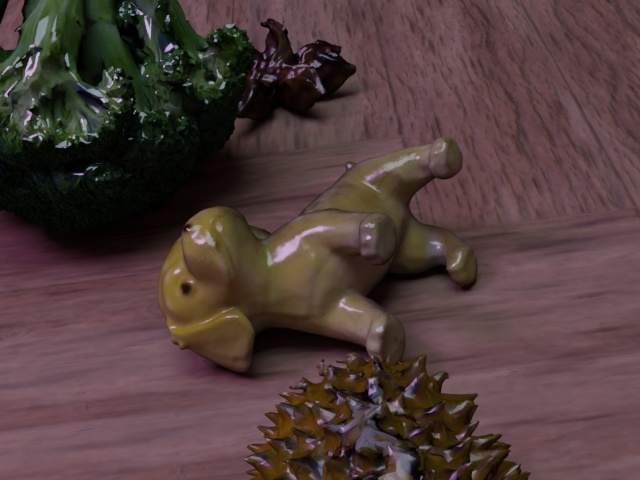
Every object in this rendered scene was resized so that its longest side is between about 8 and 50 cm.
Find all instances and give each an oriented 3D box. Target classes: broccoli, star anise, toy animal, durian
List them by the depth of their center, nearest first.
[{"bbox_3d":[0.035,0.155,0.501,0.183,0.137,0.249,-15,39,-24],"label":"durian"},{"bbox_3d":[0.003,0.006,0.741,0.233,0.121,0.169,-32,29,-35],"label":"toy animal"},{"bbox_3d":[-0.209,-0.131,0.884,0.295,0.245,0.265,7,10,-19],"label":"broccoli"},{"bbox_3d":[-0.045,-0.164,1.050,0.168,0.057,0.167,-5,44,5],"label":"star anise"}]
